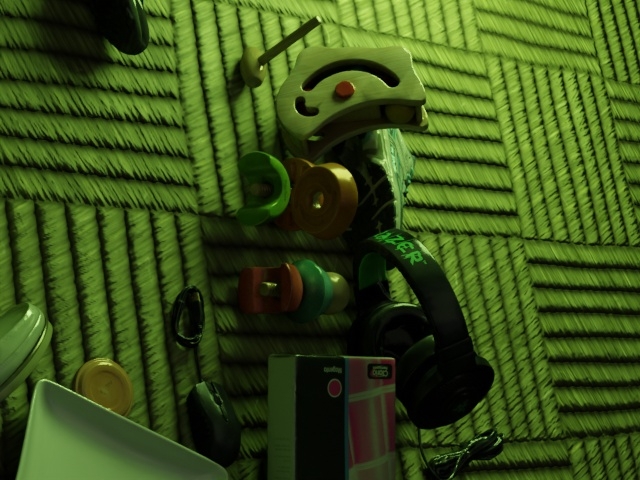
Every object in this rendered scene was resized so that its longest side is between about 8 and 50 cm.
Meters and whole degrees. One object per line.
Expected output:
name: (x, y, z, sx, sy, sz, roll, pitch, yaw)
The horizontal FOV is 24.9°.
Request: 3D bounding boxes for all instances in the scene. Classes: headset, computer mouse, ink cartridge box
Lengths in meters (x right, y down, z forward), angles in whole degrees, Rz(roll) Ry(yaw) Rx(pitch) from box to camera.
headset: (0.160, 0.163, 2.007, 0.185, 0.243, 0.394, -20, 117, -20)
computer mouse: (-0.143, 0.171, 1.855, 0.071, 0.041, 0.242, -2, 73, -42)
ink cartridge box: (0.014, 0.331, 1.861, 0.176, 0.069, 0.370, 5, 84, -41)

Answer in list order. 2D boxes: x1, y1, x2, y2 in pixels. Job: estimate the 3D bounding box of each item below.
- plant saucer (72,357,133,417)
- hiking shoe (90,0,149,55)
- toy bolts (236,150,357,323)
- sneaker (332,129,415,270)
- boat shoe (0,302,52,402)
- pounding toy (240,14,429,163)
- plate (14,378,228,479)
plant saucer: (-0.262, 0.183, 1.760, 0.083, 0.013, 0.083, 19, 60, -37)
hiking shoe: (-0.252, -0.357, 1.951, 0.114, 0.086, 0.226, -7, 76, -40)
toy bolts: (0.000, 0.000, 1.965, 0.158, 0.218, 0.228, 7, 86, -47)
sneaker: (0.098, -0.090, 2.143, 0.122, 0.110, 0.283, 9, 66, -43)
boat shoe: (-0.411, 0.152, 1.568, 0.103, 0.113, 0.302, 56, 46, -16)
pounding toy: (0.014, -0.210, 2.037, 0.155, 0.270, 0.154, 77, 15, -60)
plate: (-0.236, 0.324, 1.655, 0.278, 0.045, 0.277, 31, 38, -24)
